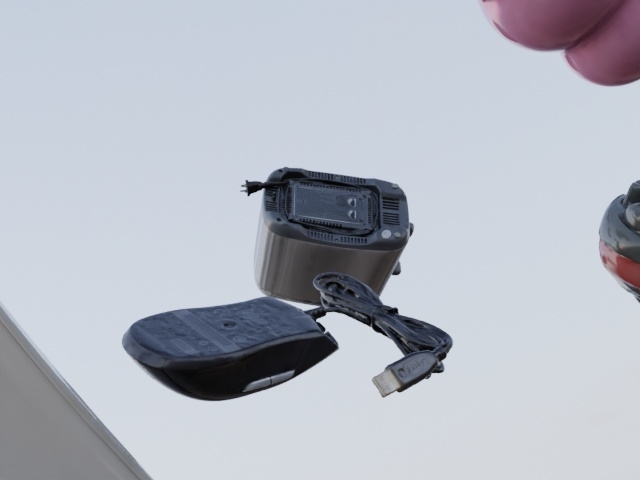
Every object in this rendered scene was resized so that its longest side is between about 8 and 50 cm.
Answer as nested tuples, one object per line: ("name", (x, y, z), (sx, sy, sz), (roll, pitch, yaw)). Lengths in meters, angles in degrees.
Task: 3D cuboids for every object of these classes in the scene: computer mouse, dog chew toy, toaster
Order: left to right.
("computer mouse", (-0.020, 0.102, 1.205), (0.262, 0.184, 0.060), (-13, -61, -41))
("toaster", (0.000, 0.000, 1.902), (0.227, 0.129, 0.146), (7, -45, -8))
("dog chew toy", (0.217, -0.276, 1.416), (0.332, 0.207, 0.206), (42, -47, -13))

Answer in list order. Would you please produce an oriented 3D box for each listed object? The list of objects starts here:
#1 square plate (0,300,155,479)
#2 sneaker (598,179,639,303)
("square plate", (-0.285, 0.131, 0.904), (0.344, 0.347, 0.049), (-29, 20, 22))
("sneaker", (0.240, 0.043, 0.885), (0.276, 0.097, 0.135), (13, -71, -50))
